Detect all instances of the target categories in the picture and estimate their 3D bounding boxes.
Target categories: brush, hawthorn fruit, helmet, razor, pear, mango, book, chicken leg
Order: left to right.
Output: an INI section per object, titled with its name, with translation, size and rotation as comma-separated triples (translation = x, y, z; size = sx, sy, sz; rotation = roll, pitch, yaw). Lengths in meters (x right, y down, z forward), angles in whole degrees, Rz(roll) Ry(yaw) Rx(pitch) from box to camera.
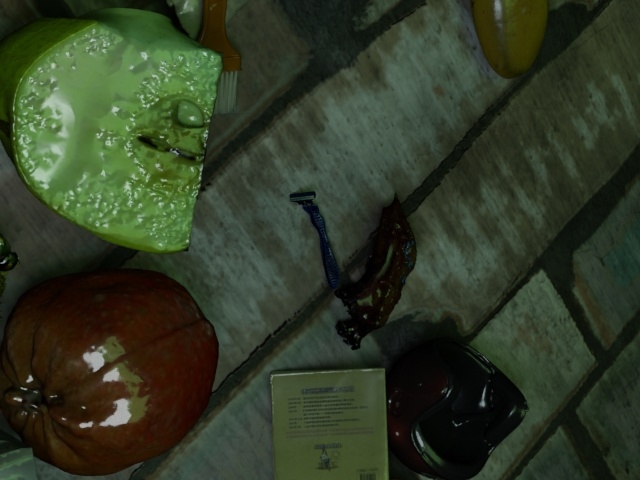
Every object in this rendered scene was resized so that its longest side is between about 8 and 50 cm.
[pear]
translation = -0.279, -0.143, 1.349
size = 0.282, 0.176, 0.286
rotation = 7, 98, -28
[hawthorn fruit]
translation = -0.256, 0.148, 1.340
size = 0.262, 0.258, 0.258
rotation = -49, 117, -33
[brush]
translation = -0.136, -0.306, 1.448
size = 0.090, 0.017, 0.314
rotation = -12, 123, -31
[razor]
translation = 0.002, -0.003, 1.622
size = 0.028, 0.044, 0.154
rotation = -44, 120, -52
[book]
translation = 0.014, 0.281, 1.608
size = 0.168, 0.013, 0.192
rotation = -2, 95, -4
[chicken leg]
translation = 0.087, 0.051, 1.658
size = 0.105, 0.063, 0.233
rotation = 46, 68, -47
[helmet]
translation = 0.184, 0.250, 1.657
size = 0.189, 0.193, 0.215
rotation = 22, 64, -36
[mango]
translation = 0.296, -0.353, 1.756
size = 0.137, 0.098, 0.195
rotation = -4, 103, -35

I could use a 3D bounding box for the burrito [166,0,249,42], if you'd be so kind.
[burrito]
translation = -0.067, -0.425, 1.520
size = 0.392, 0.076, 0.117
rotation = -47, 121, -18

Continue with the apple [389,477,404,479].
[apple]
translation = 0.103, 0.400, 1.682
size = 0.071, 0.084, 0.084
rotation = 17, 84, -25

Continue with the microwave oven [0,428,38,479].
[microwave oven]
translation = -0.409, 0.299, 1.269
size = 0.129, 0.205, 0.163
rotation = -11, 98, -32

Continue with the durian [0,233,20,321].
[durian]
translation = -0.443, 0.076, 1.275
size = 0.159, 0.146, 0.198
rotation = 17, 76, -17
